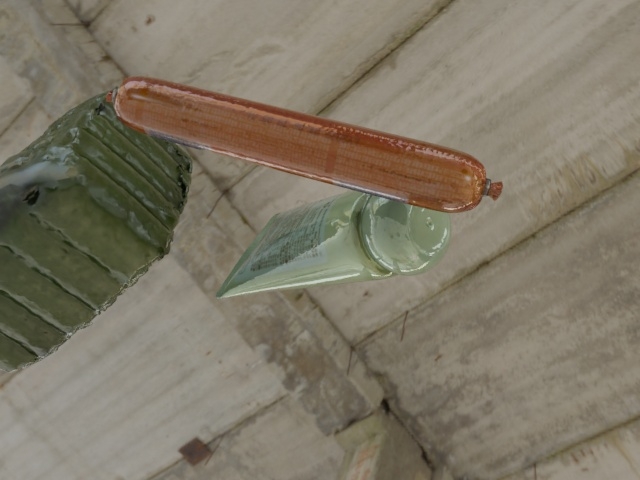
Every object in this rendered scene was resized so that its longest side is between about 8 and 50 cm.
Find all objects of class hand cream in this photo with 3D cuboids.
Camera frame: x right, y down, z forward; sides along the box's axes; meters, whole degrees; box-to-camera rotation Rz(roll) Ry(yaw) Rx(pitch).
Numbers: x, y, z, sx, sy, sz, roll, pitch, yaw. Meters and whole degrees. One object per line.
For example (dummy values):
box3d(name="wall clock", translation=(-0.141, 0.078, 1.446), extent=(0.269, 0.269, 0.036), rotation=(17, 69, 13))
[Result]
box3d(name="hand cream", translation=(0.000, 0.000, 0.695), extent=(0.306, 0.147, 0.093), rotation=(-8, -49, 49))

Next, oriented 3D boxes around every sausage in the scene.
box3d(name="sausage", translation=(-0.023, -0.082, 0.536), extent=(0.348, 0.053, 0.053), rotation=(16, -67, 11))

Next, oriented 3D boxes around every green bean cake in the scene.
box3d(name="green bean cake", translation=(-0.353, -0.037, 0.856), extent=(0.319, 0.335, 0.218), rotation=(-37, -61, 14))
